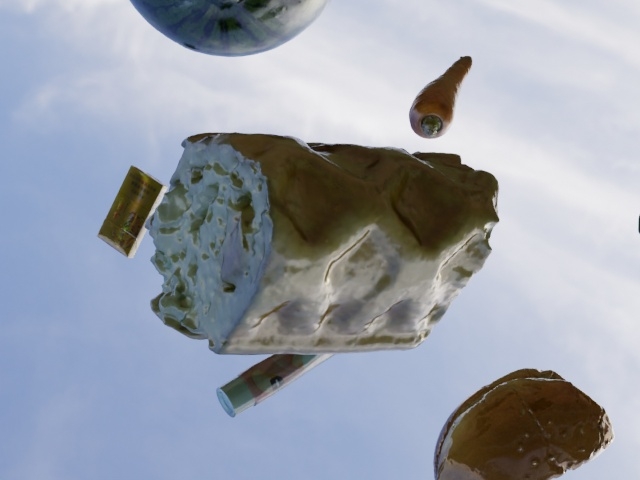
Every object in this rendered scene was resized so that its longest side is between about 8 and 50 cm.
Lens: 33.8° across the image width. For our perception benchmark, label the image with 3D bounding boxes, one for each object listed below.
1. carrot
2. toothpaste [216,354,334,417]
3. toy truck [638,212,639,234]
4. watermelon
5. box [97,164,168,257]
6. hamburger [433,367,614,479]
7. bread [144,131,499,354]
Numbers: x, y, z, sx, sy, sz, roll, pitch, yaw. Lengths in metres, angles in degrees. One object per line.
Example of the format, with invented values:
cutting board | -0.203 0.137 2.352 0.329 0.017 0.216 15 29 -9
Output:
carrot | 0.171 -0.210 1.458 0.061 0.061 0.257 24 -143 4
toothpaste | -0.012 0.115 1.078 0.205 0.056 0.036 -29 -121 -25
toy truck | 0.496 -0.041 1.213 0.114 0.253 0.124 27 -130 -62
watermelon | -0.104 -0.378 1.392 0.330 0.331 0.189 3 -139 -23
box | -0.355 -0.054 1.987 0.089 0.156 0.022 34 -170 25
hamburger | 0.273 0.273 1.492 0.283 0.157 0.144 -21 -159 -15
bread | -0.004 -0.001 0.944 0.252 0.238 0.196 6 -138 -40
